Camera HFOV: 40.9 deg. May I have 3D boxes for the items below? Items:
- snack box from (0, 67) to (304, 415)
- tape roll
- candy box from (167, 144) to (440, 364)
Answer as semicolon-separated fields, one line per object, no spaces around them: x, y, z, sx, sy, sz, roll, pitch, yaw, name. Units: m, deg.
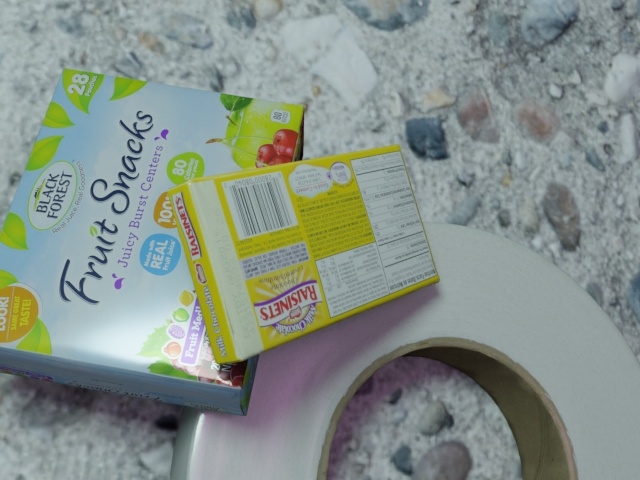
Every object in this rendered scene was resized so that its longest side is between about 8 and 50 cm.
-0.113;-0.003;0.573;0.175;0.070;0.207;10;62;3;snack box
0.084;0.180;0.637;0.392;0.072;0.392;5;75;-19;tape roll
0.000;0.000;0.549;0.206;0.027;0.105;-15;91;-49;candy box
